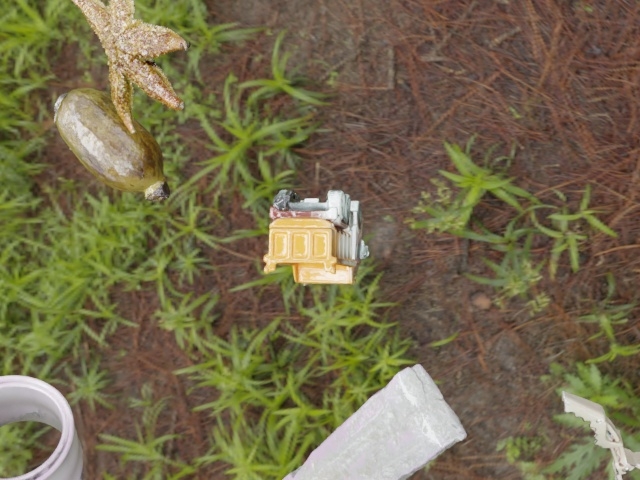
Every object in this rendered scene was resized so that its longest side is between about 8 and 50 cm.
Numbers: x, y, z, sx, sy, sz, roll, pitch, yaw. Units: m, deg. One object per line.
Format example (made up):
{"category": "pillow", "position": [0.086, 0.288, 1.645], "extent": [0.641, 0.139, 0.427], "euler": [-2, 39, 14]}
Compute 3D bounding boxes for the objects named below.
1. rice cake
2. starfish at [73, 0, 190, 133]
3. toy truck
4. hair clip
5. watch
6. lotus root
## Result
{"category": "rice cake", "position": [0.056, 0.269, 1.090], "extent": [0.298, 0.050, 0.106], "euler": [-49, 65, 37]}
{"category": "starfish", "position": [-0.247, -0.243, 1.141], "extent": [0.227, 0.043, 0.241], "euler": [36, 135, 33]}
{"category": "toy truck", "position": [0.000, 0.000, 1.285], "extent": [0.114, 0.270, 0.135], "euler": [1, 88, 11]}
{"category": "hair clip", "position": [0.423, 0.283, 1.297], "extent": [0.072, 0.034, 0.226], "euler": [-27, 121, 21]}
{"category": "watch", "position": [-0.468, 0.305, 1.258], "extent": [0.248, 0.217, 0.211], "euler": [26, 140, 19]}
{"category": "lotus root", "position": [-0.368, -0.165, 1.590], "extent": [0.260, 0.145, 0.128], "euler": [43, 94, -4]}
